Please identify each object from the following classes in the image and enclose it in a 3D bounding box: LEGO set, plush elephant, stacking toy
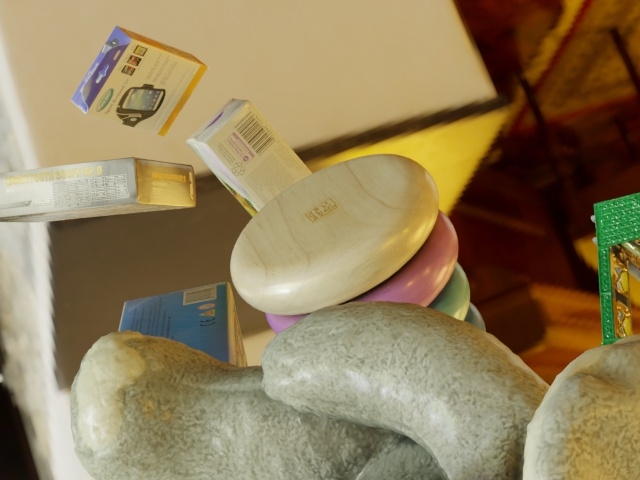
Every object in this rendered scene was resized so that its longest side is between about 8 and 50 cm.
[{"bbox_3d":[0.417,0.059,1.418,0.331,0.255,0.192,-23,148,27],"label":"LEGO set"},{"bbox_3d":[0.051,0.152,0.522,0.330,0.271,0.255,-9,178,10],"label":"plush elephant"},{"bbox_3d":[0.075,0.110,0.985,0.141,0.330,0.141,-24,-154,13],"label":"stacking toy"}]

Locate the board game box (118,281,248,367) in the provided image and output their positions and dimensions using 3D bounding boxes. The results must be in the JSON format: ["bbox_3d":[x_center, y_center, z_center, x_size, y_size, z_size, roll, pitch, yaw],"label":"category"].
[{"bbox_3d":[-0.075,0.215,1.052,0.086,0.302,0.308,-11,-167,-1],"label":"board game box"}]

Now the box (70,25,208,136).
[{"bbox_3d":[-0.168,-0.145,1.347,0.081,0.028,0.136,-56,150,12],"label":"box"}]

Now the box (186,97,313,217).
[{"bbox_3d":[0.000,0.000,1.445,0.067,0.324,0.063,-46,-160,-11],"label":"box"}]

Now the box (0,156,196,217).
[{"bbox_3d":[-0.292,-0.059,1.806,0.231,0.056,0.183,-6,178,17],"label":"box"}]
